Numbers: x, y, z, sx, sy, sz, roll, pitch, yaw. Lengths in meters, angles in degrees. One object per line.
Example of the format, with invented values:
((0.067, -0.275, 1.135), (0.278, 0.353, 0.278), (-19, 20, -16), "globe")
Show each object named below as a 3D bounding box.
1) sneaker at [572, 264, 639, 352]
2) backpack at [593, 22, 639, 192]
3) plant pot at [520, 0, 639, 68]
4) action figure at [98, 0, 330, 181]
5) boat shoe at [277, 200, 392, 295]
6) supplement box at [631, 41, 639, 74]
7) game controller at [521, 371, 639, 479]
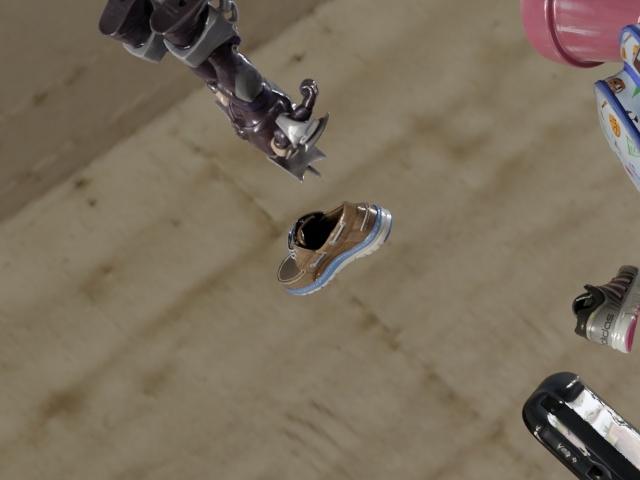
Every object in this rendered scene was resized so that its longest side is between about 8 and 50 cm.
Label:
((0.326, 0.070, 1.667), (0.170, 0.075, 0.063), (-55, -25, -60), "sneaker")
((0.437, -0.152, 1.702), (0.213, 0.276, 0.263), (-30, -33, -4), "backpack")
((0.390, -0.311, 1.898), (0.201, 0.180, 0.201), (-16, -62, -33), "plant pot")
((-0.079, -0.156, 1.402), (0.099, 0.185, 0.285), (-56, -37, -5), "action figure")
((0.000, 0.000, 1.607), (0.183, 0.066, 0.066), (-37, 36, 43), "boat shoe")
((0.360, -0.181, 1.341), (0.239, 0.073, 0.130), (-82, 13, -69), "supplement box")
((0.426, 0.318, 2.077), (0.067, 0.319, 0.166), (-50, -8, 26), "game controller")
